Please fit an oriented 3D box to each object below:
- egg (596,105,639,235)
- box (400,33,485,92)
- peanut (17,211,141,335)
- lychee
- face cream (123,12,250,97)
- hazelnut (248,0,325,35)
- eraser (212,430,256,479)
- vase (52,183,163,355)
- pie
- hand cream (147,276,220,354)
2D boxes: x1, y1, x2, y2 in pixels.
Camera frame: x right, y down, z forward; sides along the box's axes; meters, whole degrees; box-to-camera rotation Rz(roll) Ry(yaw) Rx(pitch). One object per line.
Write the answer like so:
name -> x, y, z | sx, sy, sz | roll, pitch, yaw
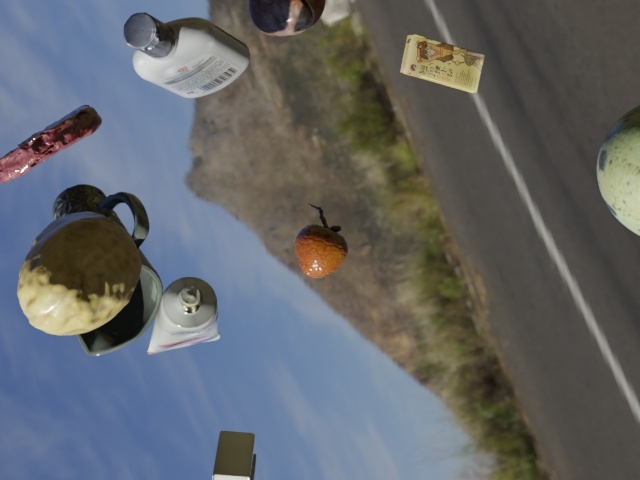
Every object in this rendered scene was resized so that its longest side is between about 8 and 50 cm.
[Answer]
egg -> 0.460, -0.083, 1.533 | 0.228, 0.177, 0.177 | 52, -163, -48
box -> 0.218, -0.316, 2.071 | 0.020, 0.149, 0.073 | -177, 99, -73
peanut -> -0.211, 0.025, 1.023 | 0.229, 0.098, 0.103 | -159, 88, -80
lychee -> -0.003, 0.004, 2.312 | 0.101, 0.114, 0.140 | -9, -74, -63
face cream -> -0.213, -0.284, 1.765 | 0.071, 0.144, 0.291 | 65, -165, 10
hazelnut -> -0.065, -0.461, 2.249 | 0.143, 0.154, 0.143 | -13, -90, -79
eraser -> -0.099, 0.327, 1.309 | 0.092, 0.046, 0.212 | -88, 1, -64
vase -> -0.375, 0.015, 1.993 | 0.156, 0.251, 0.301 | 16, -154, -36
pie -> -0.485, -0.175, 2.069 | 0.054, 0.204, 0.218 | 59, -168, -11
hand cream -> -0.205, 0.129, 1.784 | 0.340, 0.124, 0.077 | 112, 144, -70
